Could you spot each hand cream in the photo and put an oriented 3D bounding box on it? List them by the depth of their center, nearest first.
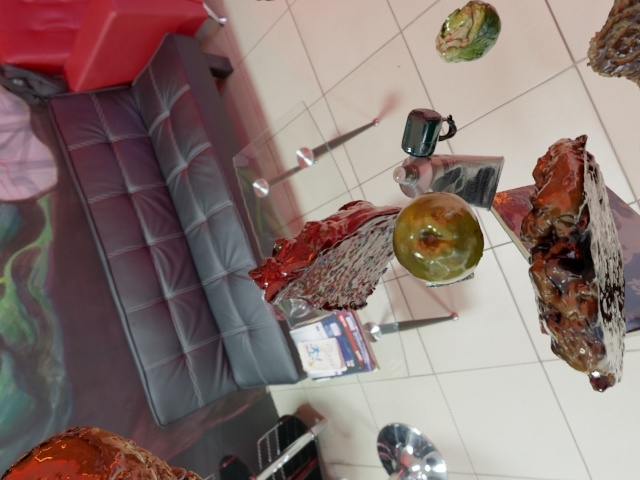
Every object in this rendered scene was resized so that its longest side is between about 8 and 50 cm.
[{"bbox_3d":[0.264,-0.121,0.812,0.077,0.340,0.125,25,111,46],"label":"hand cream"}]

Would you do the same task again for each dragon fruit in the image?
[{"bbox_3d":[-0.006,-0.006,0.862,0.228,0.329,0.286,45,117,34],"label":"dragon fruit"}]

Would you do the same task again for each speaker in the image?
[{"bbox_3d":[0.185,-0.189,0.708,0.060,0.094,0.075,39,136,36],"label":"speaker"}]

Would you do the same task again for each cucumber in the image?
[{"bbox_3d":[0.454,0.133,1.458,0.187,0.058,0.058,-22,86,47],"label":"cucumber"}]

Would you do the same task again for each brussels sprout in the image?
[{"bbox_3d":[0.431,-0.592,1.189,0.183,0.145,0.131,-43,64,38],"label":"brussels sprout"}]

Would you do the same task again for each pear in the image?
[{"bbox_3d":[0.135,-0.002,0.475,0.107,0.131,0.107,-2,84,18],"label":"pear"}]

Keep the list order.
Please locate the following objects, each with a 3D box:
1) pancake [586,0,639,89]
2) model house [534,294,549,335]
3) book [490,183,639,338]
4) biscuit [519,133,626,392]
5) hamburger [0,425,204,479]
[{"bbox_3d":[0.589,-0.388,0.690,0.212,0.056,0.258,9,128,3],"label":"pancake"},{"bbox_3d":[0.748,0.168,1.231,0.195,0.254,0.160,-9,54,27],"label":"model house"},{"bbox_3d":[0.594,0.013,0.900,0.039,0.299,0.428,84,173,-46],"label":"book"},{"bbox_3d":[0.345,0.031,0.552,0.081,0.289,0.334,-8,120,43],"label":"biscuit"},{"bbox_3d":[-0.269,0.361,0.482,0.260,0.245,0.211,27,152,30],"label":"hamburger"}]
